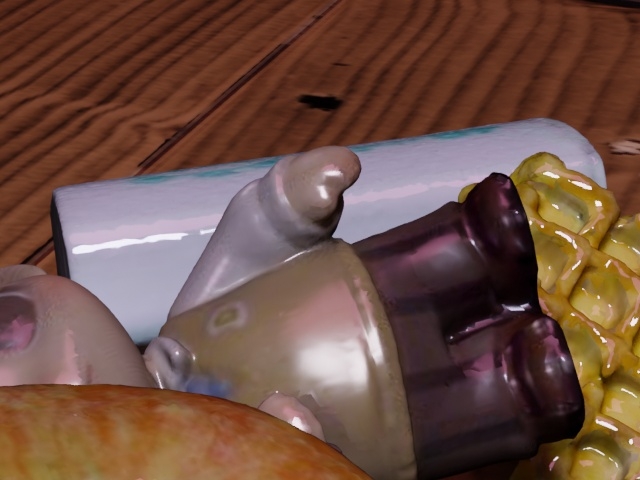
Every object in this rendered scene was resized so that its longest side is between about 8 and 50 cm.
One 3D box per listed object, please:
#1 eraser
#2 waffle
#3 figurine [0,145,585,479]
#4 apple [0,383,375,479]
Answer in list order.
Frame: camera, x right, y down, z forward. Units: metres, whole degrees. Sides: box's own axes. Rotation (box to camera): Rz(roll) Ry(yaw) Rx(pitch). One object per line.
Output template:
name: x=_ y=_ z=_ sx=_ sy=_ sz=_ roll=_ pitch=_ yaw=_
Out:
eraser: x=0.000 y=0.000 z=0.923 sx=0.290 sy=0.104 sz=0.189 roll=-8 pitch=9 yaw=-10
waffle: x=0.186 y=0.048 z=0.790 sx=0.253 sy=0.056 sz=0.249 roll=-20 pitch=65 yaw=-19
figurine: x=-0.084 y=0.080 z=0.652 sx=0.365 sy=0.218 sz=0.206 roll=-18 pitch=-3 yaw=9
apple: x=-0.088 y=0.188 z=0.464 sx=0.309 sy=0.250 sz=0.277 roll=16 pitch=46 yaw=-3
